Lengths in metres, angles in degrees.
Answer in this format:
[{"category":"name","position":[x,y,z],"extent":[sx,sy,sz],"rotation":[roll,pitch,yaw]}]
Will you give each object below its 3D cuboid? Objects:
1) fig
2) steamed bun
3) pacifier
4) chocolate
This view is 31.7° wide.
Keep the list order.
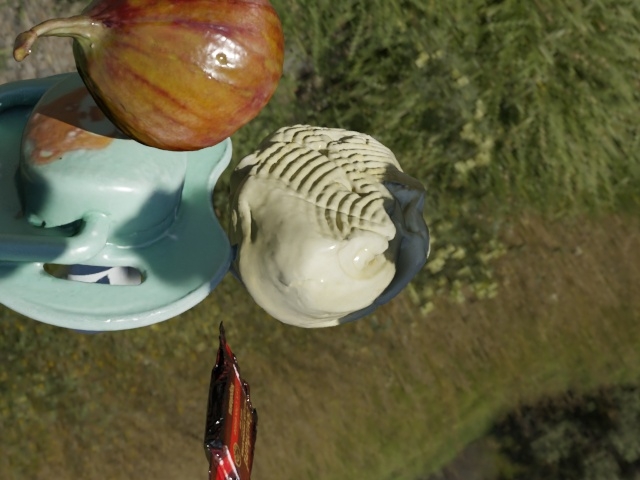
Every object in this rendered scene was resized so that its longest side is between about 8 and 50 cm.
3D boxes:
[{"category":"fig","position":[-0.133,-0.153,0.899],"extent":[0.202,0.148,0.149],"rotation":[18,162,-16]},{"category":"steamed bun","position":[-0.003,0.000,1.455],"extent":[0.276,0.289,0.203],"rotation":[2,127,-26]},{"category":"pacifier","position":[-0.228,-0.015,1.077],"extent":[0.288,0.343,0.269],"rotation":[8,131,-9]},{"category":"chocolate","position":[-0.074,0.148,0.893],"extent":[0.028,0.182,0.086],"rotation":[-11,125,9]}]
